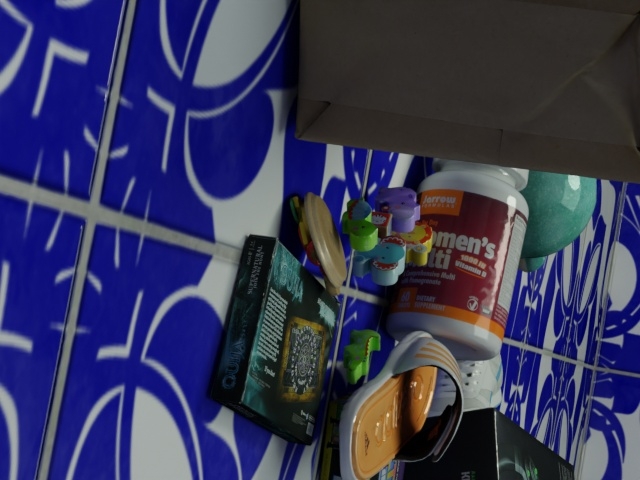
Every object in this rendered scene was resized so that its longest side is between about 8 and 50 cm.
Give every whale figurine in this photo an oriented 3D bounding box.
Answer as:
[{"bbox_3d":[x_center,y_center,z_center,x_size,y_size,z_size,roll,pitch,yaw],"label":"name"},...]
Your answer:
[{"bbox_3d":[0.289,-0.067,1.716,0.272,0.141,0.216,-3,93,-71],"label":"whale figurine"}]

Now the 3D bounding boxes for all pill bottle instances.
[{"bbox_3d":[0.147,0.003,1.382,0.121,0.121,0.221,51,50,-65],"label":"pill bottle"}]

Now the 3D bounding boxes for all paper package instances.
[{"bbox_3d":[0.169,-0.172,1.080,0.325,0.309,0.168,-32,128,-64],"label":"paper package"}]

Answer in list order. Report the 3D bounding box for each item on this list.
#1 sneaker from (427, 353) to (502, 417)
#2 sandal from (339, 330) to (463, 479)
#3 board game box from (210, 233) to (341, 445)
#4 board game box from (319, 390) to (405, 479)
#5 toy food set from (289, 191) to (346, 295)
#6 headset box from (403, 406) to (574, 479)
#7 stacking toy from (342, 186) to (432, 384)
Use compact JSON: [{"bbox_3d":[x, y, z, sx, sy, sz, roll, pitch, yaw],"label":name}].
[{"bbox_3d":[0.162,0.172,1.577,0.228,0.087,0.092,-38,125,-72],"label":"sneaker"},{"bbox_3d":[0.087,0.157,1.198,0.265,0.076,0.102,-33,125,-67],"label":"sandal"},{"bbox_3d":[-0.030,0.082,1.047,0.186,0.026,0.126,50,50,-66],"label":"board game box"},{"bbox_3d":[0.041,0.232,1.286,0.141,0.048,0.170,-5,103,-70],"label":"board game box"},{"bbox_3d":[0.000,0.000,1.068,0.083,0.020,0.083,43,31,-67],"label":"toy food set"},{"bbox_3d":[0.178,0.333,1.436,0.283,0.131,0.246,38,46,-55],"label":"headset box"},{"bbox_3d":[0.063,-0.004,1.199,0.221,0.052,0.167,-67,161,-49],"label":"stacking toy"}]
